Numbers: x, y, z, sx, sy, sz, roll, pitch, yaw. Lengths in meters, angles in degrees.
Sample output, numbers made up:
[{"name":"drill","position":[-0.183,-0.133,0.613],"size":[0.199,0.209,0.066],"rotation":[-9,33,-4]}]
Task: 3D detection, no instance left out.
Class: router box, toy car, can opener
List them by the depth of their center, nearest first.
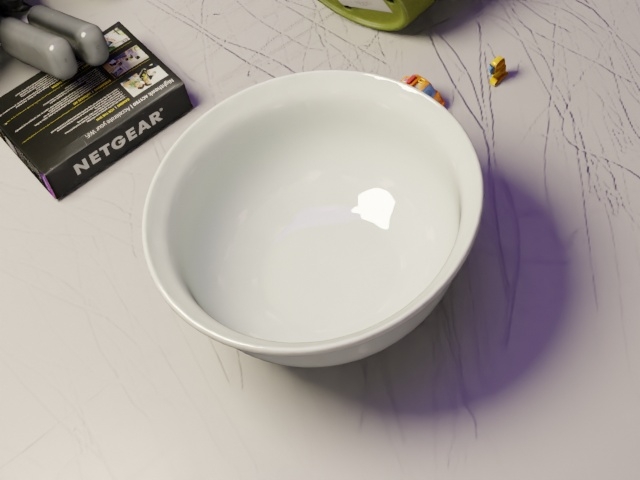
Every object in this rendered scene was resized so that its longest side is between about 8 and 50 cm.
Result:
[{"name":"toy car","position":[0.128,-0.169,1.190],"size":[0.122,0.040,0.060],"rotation":[-30,55,-10]},{"name":"router box","position":[-0.247,-0.141,1.239],"size":[0.179,0.046,0.133],"rotation":[-36,57,-15]},{"name":"can opener","position":[-0.321,-0.240,1.265],"size":[0.074,0.093,0.280],"rotation":[-30,37,-22]}]

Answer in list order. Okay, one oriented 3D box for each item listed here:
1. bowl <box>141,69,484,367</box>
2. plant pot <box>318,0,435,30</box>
[{"name":"bowl","position":[0.000,0.000,1.039],"size":[0.297,0.134,0.298],"rotation":[-5,55,7]},{"name":"plant pot","position":[0.095,-0.383,1.235],"size":[0.274,0.275,0.293],"rotation":[23,78,24]}]
